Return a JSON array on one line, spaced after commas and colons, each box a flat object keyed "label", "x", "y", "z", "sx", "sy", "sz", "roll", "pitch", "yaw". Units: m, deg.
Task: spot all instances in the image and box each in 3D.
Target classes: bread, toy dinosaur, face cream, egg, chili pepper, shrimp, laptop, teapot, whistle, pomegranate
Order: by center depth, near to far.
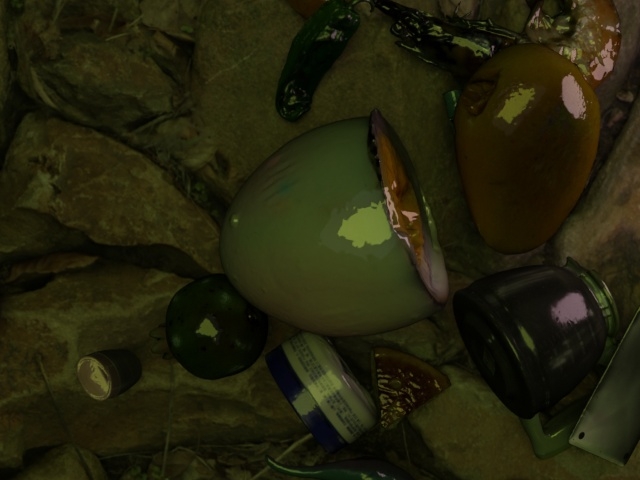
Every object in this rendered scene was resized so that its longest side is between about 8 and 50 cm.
[{"label": "egg", "x": 0.000, "y": 0.000, "z": 1.647, "sx": 0.340, "sy": 0.354, "sz": 0.354, "roll": -19, "pitch": 87, "yaw": 16}, {"label": "teapot", "x": 0.390, "y": 0.179, "z": 1.662, "sx": 0.239, "sy": 0.239, "sz": 0.321, "roll": -26, "pitch": 81, "yaw": -9}, {"label": "laptop", "x": 0.526, "y": 0.244, "z": 1.691, "sx": 0.188, "sy": 0.015, "sz": 0.269, "roll": 27, "pitch": 91, "yaw": -39}, {"label": "toy dinosaur", "x": 0.146, "y": 0.399, "z": 1.693, "sx": 0.331, "sy": 0.129, "sz": 0.383, "roll": -35, "pitch": 115, "yaw": 3}, {"label": "face cream", "x": 0.005, "y": 0.248, "z": 1.702, "sx": 0.111, "sy": 0.206, "sz": 0.206, "roll": -37, "pitch": 86, "yaw": -1}, {"label": "face cream", "x": -0.363, "y": 0.229, "z": 1.737, "sx": 0.057, "sy": 0.198, "sz": 0.084, "roll": -31, "pitch": 85, "yaw": 4}, {"label": "pomegranate", "x": -0.202, "y": 0.157, "z": 1.747, "sx": 0.225, "sy": 0.187, "sz": 0.187, "roll": -21, "pitch": 86, "yaw": 36}, {"label": "chili pepper", "x": -0.005, "y": -0.324, "z": 1.753, "sx": 0.100, "sy": 0.074, "sz": 0.257, "roll": 26, "pitch": 121, "yaw": -16}, {"label": "shrimp", "x": 0.308, "y": -0.395, "z": 1.755, "sx": 0.445, "sy": 0.085, "sz": 0.271, "roll": 12, "pitch": 87, "yaw": 2}, {"label": "bread", "x": 0.130, "y": 0.243, "z": 1.760, "sx": 0.154, "sy": 0.054, "sz": 0.136, "roll": -33, "pitch": 83, "yaw": -19}, {"label": "whistle", "x": 0.254, "y": -0.173, "z": 1.775, "sx": 0.039, "sy": 0.039, "sz": 0.186, "roll": -13, "pitch": 88, "yaw": 4}]

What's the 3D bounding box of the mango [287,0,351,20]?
[{"label": "mango", "x": -0.010, "y": -0.456, "z": 1.782, "sx": 0.115, "sy": 0.089, "sz": 0.165, "roll": -39, "pitch": 84, "yaw": 13}]

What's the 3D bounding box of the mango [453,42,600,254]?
[{"label": "mango", "x": 0.338, "y": -0.143, "z": 1.663, "sx": 0.253, "sy": 0.182, "sz": 0.364, "roll": -8, "pitch": 113, "yaw": -19}]
